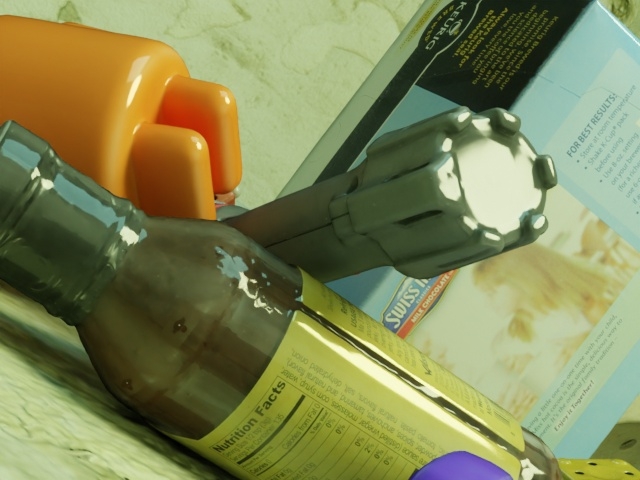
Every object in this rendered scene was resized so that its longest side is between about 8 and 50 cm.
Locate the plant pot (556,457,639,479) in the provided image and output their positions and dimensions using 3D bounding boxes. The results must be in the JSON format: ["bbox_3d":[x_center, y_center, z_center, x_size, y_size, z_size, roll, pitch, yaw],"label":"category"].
[{"bbox_3d":[0.151,0.166,0.683,0.081,0.083,0.081,4,8,-14],"label":"plant pot"}]

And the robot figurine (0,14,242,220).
[{"bbox_3d":[-0.157,-0.061,0.705,0.219,0.158,0.128,12,-6,14],"label":"robot figurine"}]

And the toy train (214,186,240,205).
[{"bbox_3d":[-0.083,0.004,1.042,0.166,0.125,0.046,42,-32,28],"label":"toy train"}]

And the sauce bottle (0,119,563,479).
[{"bbox_3d":[-0.032,0.062,0.634,0.344,0.111,0.111,37,2,-17],"label":"sauce bottle"}]

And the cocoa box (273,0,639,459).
[{"bbox_3d":[0.113,0.011,0.909,0.231,0.347,0.228,36,2,-25],"label":"cocoa box"}]

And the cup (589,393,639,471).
[{"bbox_3d":[0.224,0.129,1.263,0.331,0.331,0.237,34,28,-47],"label":"cup"}]

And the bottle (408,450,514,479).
[{"bbox_3d":[0.141,0.206,0.521,0.283,0.092,0.118,37,3,20],"label":"bottle"}]

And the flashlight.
[{"bbox_3d":[0.000,0.000,0.718,0.103,0.103,0.304,39,-35,-26],"label":"flashlight"}]
